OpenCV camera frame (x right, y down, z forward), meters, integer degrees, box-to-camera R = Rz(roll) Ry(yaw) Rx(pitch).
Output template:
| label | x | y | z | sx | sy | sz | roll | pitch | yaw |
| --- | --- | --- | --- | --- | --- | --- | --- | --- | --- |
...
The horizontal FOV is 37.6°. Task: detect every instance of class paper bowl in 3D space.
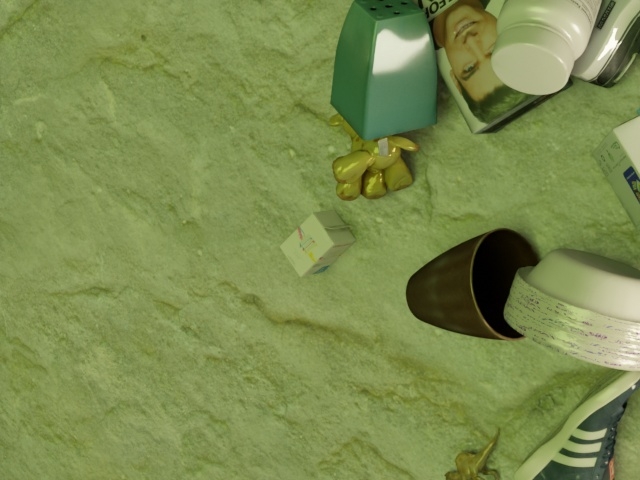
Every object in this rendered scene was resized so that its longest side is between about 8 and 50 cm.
| label | x | y | z | sx | sy | sz | roll | pitch | yaw |
| --- | --- | --- | --- | --- | --- | --- | --- | --- | --- |
| paper bowl | 0.480 | 0.110 | 1.661 | 0.284 | 0.284 | 0.148 | 22 | 104 | 30 |

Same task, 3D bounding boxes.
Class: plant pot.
| label | x | y | z | sx | sy | sz | roll | pitch | yaw |
| --- | --- | --- | --- | --- | --- | --- | --- | --- | --- |
| plant pot | 0.285 | 0.099 | 1.861 | 0.230 | 0.215 | 0.215 | -13 | 89 | 49 |
| plant pot | 0.127 | -0.349 | 1.833 | 0.165 | 0.166 | 0.234 | -126 | 28 | -47 |

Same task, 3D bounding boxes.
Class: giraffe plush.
| label | x | y | z | sx | sy | sz | roll | pitch | yaw |
| --- | --- | --- | --- | --- | --- | --- | --- | --- | --- |
| giraffe plush | 0.097 | -0.207 | 1.965 | 0.210 | 0.182 | 0.170 | 107 | 152 | -53 |

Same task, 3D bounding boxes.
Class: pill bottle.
| label | x | y | z | sx | sy | sz | roll | pitch | yaw |
| --- | --- | --- | --- | --- | --- | --- | --- | --- | --- |
| pill bottle | 0.400 | -0.405 | 1.635 | 0.160 | 0.160 | 0.283 | 7 | 62 | 34 |

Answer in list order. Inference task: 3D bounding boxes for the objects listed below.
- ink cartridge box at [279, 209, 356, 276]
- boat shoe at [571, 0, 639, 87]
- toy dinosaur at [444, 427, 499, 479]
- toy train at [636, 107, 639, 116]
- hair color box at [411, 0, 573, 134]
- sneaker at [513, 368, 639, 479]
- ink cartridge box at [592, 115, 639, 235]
| label | x | y | z | sx | sy | sz | roll | pitch | yaw |
| --- | --- | --- | --- | --- | --- | --- | --- | --- | --- |
| ink cartridge box | 0.000 | 0.000 | 2.095 | 0.143 | 0.092 | 0.090 | -45 | 71 | 30 |
| boat shoe | 0.558 | -0.402 | 1.645 | 0.301 | 0.102 | 0.108 | -62 | 25 | 25 |
| toy dinosaur | 0.325 | 0.477 | 1.965 | 0.092 | 0.053 | 0.183 | 52 | 122 | 19 |
| toy train | 0.620 | -0.174 | 1.630 | 0.080 | 0.105 | 0.184 | -36 | 77 | 33 |
| hair color box | 0.304 | -0.411 | 1.809 | 0.185 | 0.114 | 0.374 | -32 | 79 | 34 |
| sneaker | 0.523 | 0.383 | 1.779 | 0.148 | 0.131 | 0.350 | 42 | 124 | 15 |
| ink cartridge box | 0.593 | -0.043 | 1.633 | 0.065 | 0.165 | 0.332 | -26 | 81 | -1 |
